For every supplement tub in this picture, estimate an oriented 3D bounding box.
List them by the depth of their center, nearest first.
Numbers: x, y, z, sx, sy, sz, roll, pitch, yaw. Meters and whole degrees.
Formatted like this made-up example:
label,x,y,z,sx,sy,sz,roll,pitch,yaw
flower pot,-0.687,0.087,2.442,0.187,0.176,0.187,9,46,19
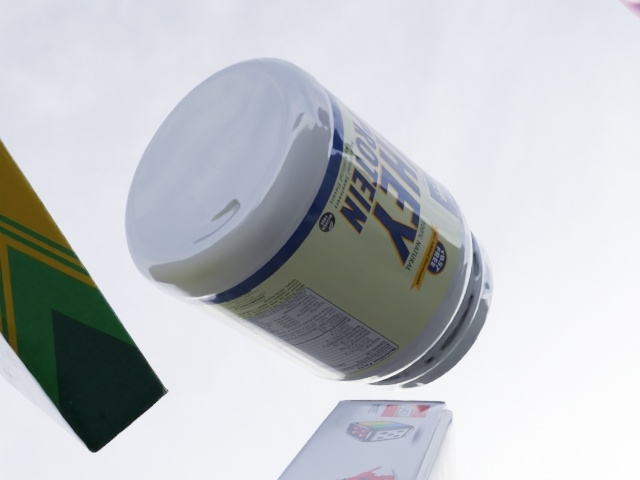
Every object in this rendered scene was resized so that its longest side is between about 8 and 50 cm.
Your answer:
label,x,y,z,sx,sy,sz,roll,pitch,yaw
supplement tub,0.000,0.000,1.014,0.235,0.235,0.325,-44,-48,14

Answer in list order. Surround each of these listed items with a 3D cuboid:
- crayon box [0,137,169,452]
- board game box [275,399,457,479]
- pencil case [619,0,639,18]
label,x,y,z,sx,sy,sz,roll,pitch,yaw
crayon box,-0.265,0.000,0.805,0.081,0.202,0.319,-39,-62,-22
board game box,0.001,0.178,0.292,0.053,0.305,0.193,-1,-84,14
pencil case,0.275,-0.272,0.968,0.209,0.098,0.095,34,-79,-23
